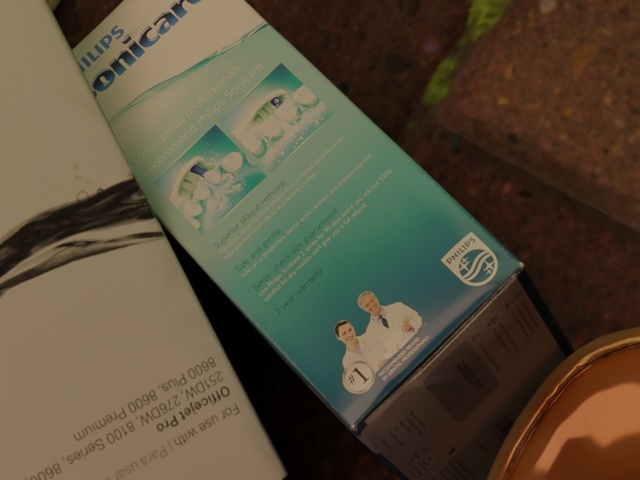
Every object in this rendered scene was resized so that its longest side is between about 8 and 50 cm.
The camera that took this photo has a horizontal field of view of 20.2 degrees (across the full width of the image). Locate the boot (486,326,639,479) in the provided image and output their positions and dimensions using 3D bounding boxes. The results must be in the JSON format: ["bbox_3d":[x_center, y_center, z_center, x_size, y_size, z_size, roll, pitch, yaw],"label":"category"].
[{"bbox_3d":[0.236,0.128,0.938,0.283,0.109,0.220,-37,44,-4],"label":"boot"}]

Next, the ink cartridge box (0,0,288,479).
[{"bbox_3d":[-0.223,0.016,1.016,0.285,0.166,0.395,-24,93,59],"label":"ink cartridge box"}]

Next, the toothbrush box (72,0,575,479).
[{"bbox_3d":[0.000,0.000,1.038,0.126,0.216,0.295,-44,61,-2],"label":"toothbrush box"}]

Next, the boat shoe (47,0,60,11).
[{"bbox_3d":[-0.250,-0.287,1.305,0.097,0.116,0.324,-19,64,24],"label":"boat shoe"}]
